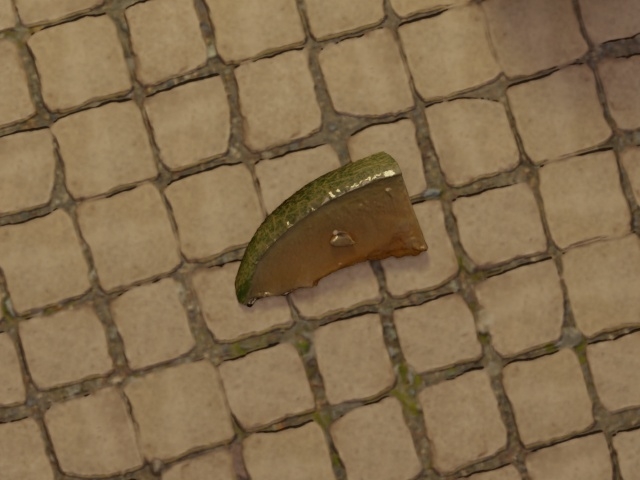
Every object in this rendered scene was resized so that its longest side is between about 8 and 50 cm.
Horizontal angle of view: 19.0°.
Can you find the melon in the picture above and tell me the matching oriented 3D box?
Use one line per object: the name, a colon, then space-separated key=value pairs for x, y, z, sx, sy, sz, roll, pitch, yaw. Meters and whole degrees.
melon: x=0.000 y=-0.008 z=1.752 sx=0.182 sy=0.054 sz=0.098 roll=-18 pitch=105 yaw=-3
